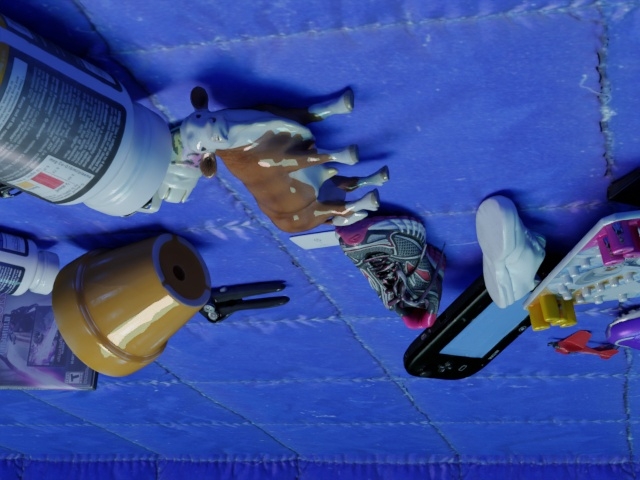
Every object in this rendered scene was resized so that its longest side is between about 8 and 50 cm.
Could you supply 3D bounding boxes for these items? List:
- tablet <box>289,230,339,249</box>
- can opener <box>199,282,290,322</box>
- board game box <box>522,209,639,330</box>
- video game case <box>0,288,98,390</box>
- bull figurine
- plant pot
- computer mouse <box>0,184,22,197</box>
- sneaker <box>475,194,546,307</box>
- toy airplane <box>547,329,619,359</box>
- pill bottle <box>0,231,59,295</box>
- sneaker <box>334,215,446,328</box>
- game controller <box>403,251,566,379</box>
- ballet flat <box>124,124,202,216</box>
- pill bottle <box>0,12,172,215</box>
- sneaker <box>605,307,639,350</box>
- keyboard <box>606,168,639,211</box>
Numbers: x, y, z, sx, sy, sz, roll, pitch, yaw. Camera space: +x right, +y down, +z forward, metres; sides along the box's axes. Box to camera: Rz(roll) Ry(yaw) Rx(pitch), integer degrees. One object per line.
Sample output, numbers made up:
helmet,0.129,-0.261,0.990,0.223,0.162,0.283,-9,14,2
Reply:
tablet,0.000,0.000,1.741,0.083,0.006,0.054,-9,157,27
can opener,-0.139,0.102,1.986,0.186,0.073,0.059,-14,115,31
board game box,0.523,0.034,1.589,0.390,0.050,0.390,-6,161,-9
video game case,-0.515,0.166,1.986,0.274,0.196,0.026,0,157,9
bull figurine,-0.036,-0.097,1.348,0.189,0.101,0.310,-5,158,16
plant pot,-0.281,0.084,1.768,0.188,0.205,0.205,-30,145,29
computer mouse,-0.434,-0.115,1.413,0.189,0.072,0.272,-6,170,18
sneaker,0.280,0.003,1.609,0.094,0.080,0.212,-22,140,-8
toy airplane,0.517,0.211,2.210,0.151,0.028,0.151,3,158,1
pill bottle,-0.503,0.034,1.775,0.169,0.094,0.094,17,156,-32
sneaker,0.118,0.043,1.692,0.121,0.112,0.299,-8,156,27
game controller,0.272,0.124,1.804,0.167,0.067,0.319,17,131,-31
ballet flat,-0.204,-0.078,1.453,0.077,0.079,0.221,17,155,-32
pill bottle,-0.302,-0.130,1.208,0.162,0.162,0.278,-12,154,35
sneaker,0.652,0.195,1.979,0.294,0.146,0.102,0,159,7
keyboard,0.469,-0.057,1.505,0.180,0.023,0.108,11,152,-19
